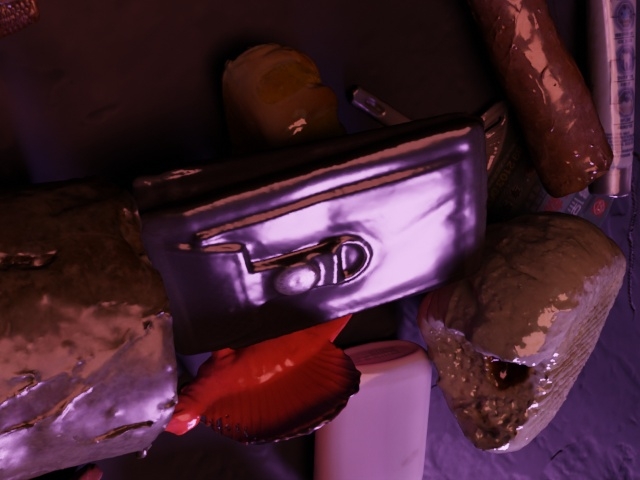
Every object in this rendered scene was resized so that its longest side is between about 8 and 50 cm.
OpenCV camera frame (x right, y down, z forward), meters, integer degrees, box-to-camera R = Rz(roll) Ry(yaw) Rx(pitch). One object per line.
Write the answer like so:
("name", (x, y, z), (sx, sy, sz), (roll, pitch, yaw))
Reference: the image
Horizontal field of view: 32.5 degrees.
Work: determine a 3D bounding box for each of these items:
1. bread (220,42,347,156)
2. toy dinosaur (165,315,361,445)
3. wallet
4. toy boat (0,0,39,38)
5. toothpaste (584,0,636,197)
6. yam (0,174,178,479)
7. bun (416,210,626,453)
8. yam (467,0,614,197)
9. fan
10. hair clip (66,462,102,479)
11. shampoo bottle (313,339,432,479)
("bread", (-0.019, -0.068, 0.793), (0.083, 0.094, 0.157), (-21, 114, -15))
("toy dinosaur", (-0.001, 0.084, 0.829), (0.286, 0.139, 0.070), (-26, 118, -15))
("wallet", (0.000, 0.000, 0.763), (0.245, 0.052, 0.169), (-13, 134, -5))
("toy boat", (-0.242, -0.132, 0.668), (0.149, 0.047, 0.049), (-25, 120, -19))
("toothpaste", (0.244, -0.155, 0.924), (0.062, 0.039, 0.239), (-13, 108, -30))
("yam", (-0.256, 0.072, 0.663), (0.300, 0.195, 0.195), (-10, 114, -26))
("bun", (0.155, 0.068, 0.907), (0.203, 0.126, 0.213), (-11, 127, -56))
("yam", (0.152, -0.168, 0.854), (0.066, 0.066, 0.300), (-36, 117, -11))
("fan", (0.143, -0.026, 0.946), (0.294, 0.012, 0.223), (-5, 113, -27))
("hair clip", (-0.204, 0.207, 0.776), (0.123, 0.138, 0.102), (-47, 130, -13))
("shampoo bottle", (0.043, 0.197, 0.956), (0.108, 0.051, 0.221), (-9, 113, -28))
